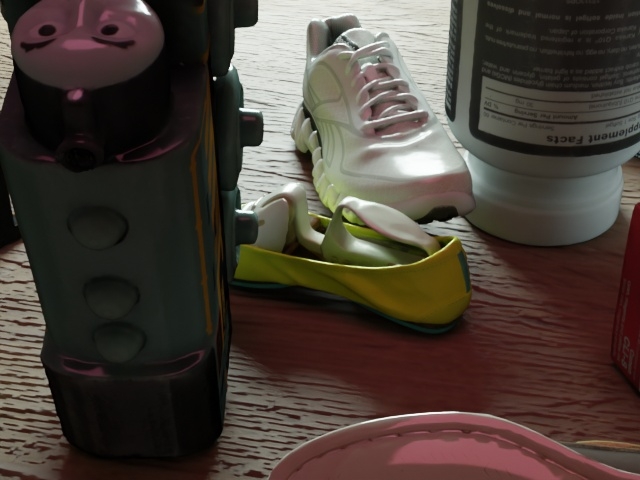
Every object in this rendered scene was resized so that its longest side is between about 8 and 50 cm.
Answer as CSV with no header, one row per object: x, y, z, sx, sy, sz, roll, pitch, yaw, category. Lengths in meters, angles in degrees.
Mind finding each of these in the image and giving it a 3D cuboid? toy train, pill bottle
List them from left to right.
-0.104,-0.026,0.630,0.142,0.334,0.190,1,47,-2,toy train
0.176,-0.146,0.839,0.162,0.279,0.162,0,33,0,pill bottle

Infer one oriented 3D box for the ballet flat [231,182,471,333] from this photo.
0.000,0.000,0.799,0.230,0.077,0.077,15,37,22,ballet flat

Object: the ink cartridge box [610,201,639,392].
0.274,0.062,0.651,0.128,0.127,0.176,-9,33,-14,ink cartridge box

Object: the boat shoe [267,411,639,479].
0.135,0.151,0.547,0.324,0.097,0.117,1,73,9,boat shoe

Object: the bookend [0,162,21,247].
-0.305,-0.050,0.809,0.072,0.157,0.156,24,41,33,bookend

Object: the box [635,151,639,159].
0.293,-0.173,1.081,0.216,0.060,0.270,-25,40,-32,box

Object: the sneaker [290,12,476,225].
0.039,-0.100,0.897,0.110,0.118,0.292,-8,28,-16,sneaker
